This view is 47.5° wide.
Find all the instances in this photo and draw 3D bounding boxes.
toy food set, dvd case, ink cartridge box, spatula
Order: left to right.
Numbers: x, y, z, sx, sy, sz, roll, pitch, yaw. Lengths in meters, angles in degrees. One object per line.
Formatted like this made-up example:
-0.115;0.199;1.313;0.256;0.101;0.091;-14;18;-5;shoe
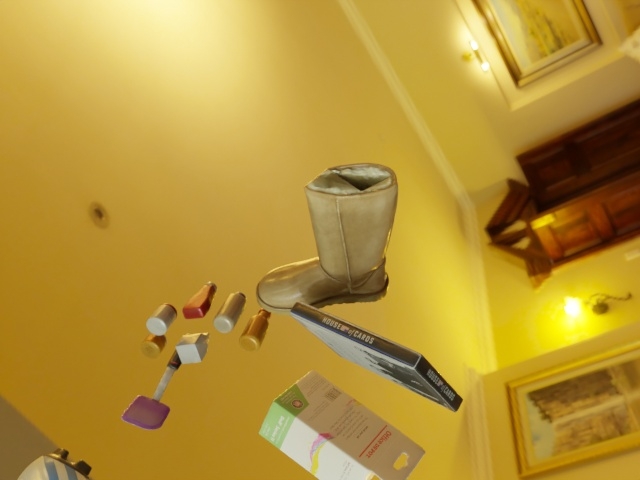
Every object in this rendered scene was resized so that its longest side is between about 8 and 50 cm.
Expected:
-0.337;0.303;1.602;0.084;0.030;0.296;22;-141;2;spatula
-0.213;0.146;1.331;0.104;0.232;0.111;-64;-40;-61;toy food set
0.055;0.490;1.770;0.353;0.119;0.207;33;-154;18;ink cartridge box
0.084;0.175;1.108;0.029;0.239;0.179;-58;-41;-14;dvd case

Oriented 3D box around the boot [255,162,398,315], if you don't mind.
0.000;0.000;1.130;0.269;0.236;0.089;83;177;-52;boot

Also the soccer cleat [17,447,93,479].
-0.335;0.444;1.103;0.143;0.331;0.116;-51;-28;-42;soccer cleat
